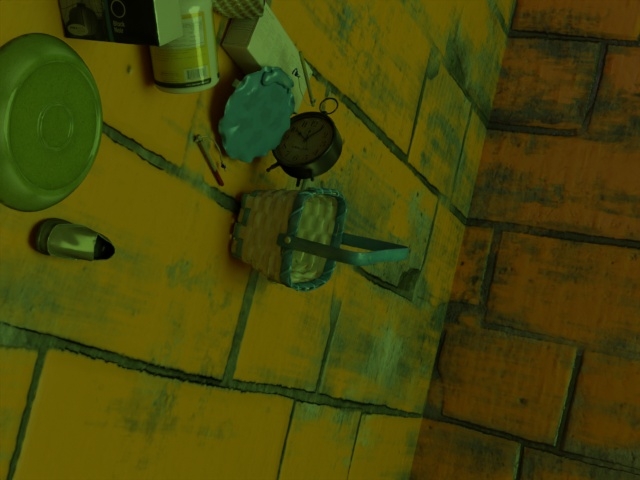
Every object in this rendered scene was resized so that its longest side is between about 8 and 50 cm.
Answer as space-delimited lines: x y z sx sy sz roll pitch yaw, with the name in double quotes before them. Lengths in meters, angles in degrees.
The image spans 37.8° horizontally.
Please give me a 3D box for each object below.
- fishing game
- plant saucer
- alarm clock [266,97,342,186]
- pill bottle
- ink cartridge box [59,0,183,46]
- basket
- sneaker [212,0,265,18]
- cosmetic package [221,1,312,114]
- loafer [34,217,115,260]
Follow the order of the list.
"fishing game" -0.118 -0.230 1.685 0.264 0.041 0.189 -45 146 -17
"plant saucer" -0.366 -0.155 1.252 0.241 0.037 0.241 -34 128 -58
"alarm clock" -0.015 -0.194 1.780 0.192 0.129 0.064 -64 148 -18
"pill bottle" -0.213 -0.325 1.430 0.103 0.103 0.184 -43 136 -52
"ink cartridge box" -0.276 -0.420 1.191 0.065 0.165 0.332 -42 135 -51
"basket" 0.000 0.000 1.780 0.255 0.289 0.201 0 98 -63
"sneaker" -0.150 -0.487 1.508 0.293 0.102 0.146 58 41 -58
"cosmetic package" -0.095 -0.335 1.726 0.098 0.060 0.239 -69 153 -15
"loafer" -0.346 0.001 1.334 0.148 0.050 0.056 7 92 -65
